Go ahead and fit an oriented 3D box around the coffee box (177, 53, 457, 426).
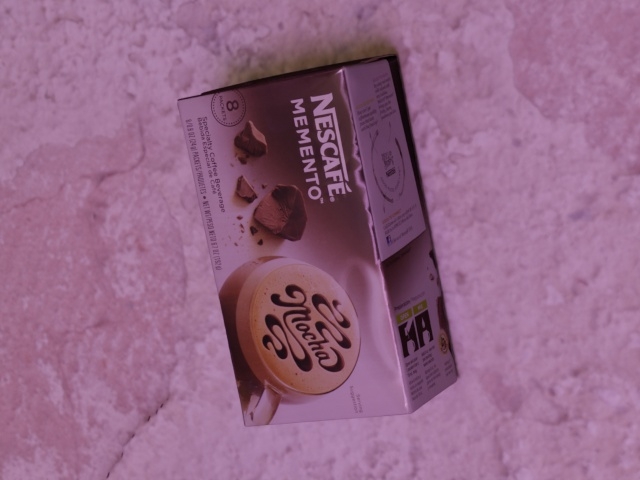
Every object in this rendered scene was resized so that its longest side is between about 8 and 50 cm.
[{"bbox_3d":[0.000,0.000,1.306,0.168,0.119,0.297,-7,98,27],"label":"coffee box"}]
